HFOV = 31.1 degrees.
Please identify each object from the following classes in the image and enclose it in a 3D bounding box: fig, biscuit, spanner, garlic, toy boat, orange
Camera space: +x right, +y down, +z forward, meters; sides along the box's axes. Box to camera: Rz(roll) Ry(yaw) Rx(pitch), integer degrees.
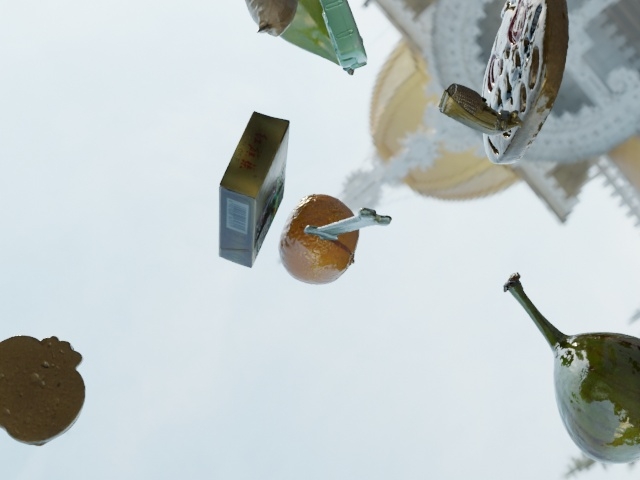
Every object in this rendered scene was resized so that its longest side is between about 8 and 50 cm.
[{"bbox_3d":[0.295,0.150,1.336,0.259,0.151,0.151,35,-161,32],"label":"fig"},{"bbox_3d":[-0.425,0.214,1.706,0.170,0.170,0.050,53,168,5],"label":"biscuit"},{"bbox_3d":[0.350,-0.315,2.048,0.063,0.367,0.314,4,-119,-8],"label":"biscuit"},{"bbox_3d":[0.047,-0.025,2.064,0.071,0.302,0.018,19,-103,-20],"label":"spanner"},{"bbox_3d":[-0.013,-0.538,2.558,0.314,0.233,0.233,32,-157,21],"label":"fig"},{"bbox_3d":[-0.094,-0.403,1.886,0.128,0.090,0.198,24,-127,-60],"label":"garlic"},{"bbox_3d":[0.236,-0.188,1.677,0.149,0.049,0.047,17,-148,-34],"label":"toy boat"},{"bbox_3d":[0.000,0.000,2.346,0.161,0.193,0.193,19,-149,4],"label":"orange"}]

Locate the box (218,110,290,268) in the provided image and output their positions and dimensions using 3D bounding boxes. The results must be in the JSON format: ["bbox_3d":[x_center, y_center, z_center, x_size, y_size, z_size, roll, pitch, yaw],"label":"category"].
[{"bbox_3d":[-0.109,-0.079,1.863,0.071,0.240,0.159,17,-117,4],"label":"box"}]

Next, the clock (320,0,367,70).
[{"bbox_3d":[0.034,-0.289,1.631,0.135,0.041,0.101,61,-170,-76],"label":"clock"}]
